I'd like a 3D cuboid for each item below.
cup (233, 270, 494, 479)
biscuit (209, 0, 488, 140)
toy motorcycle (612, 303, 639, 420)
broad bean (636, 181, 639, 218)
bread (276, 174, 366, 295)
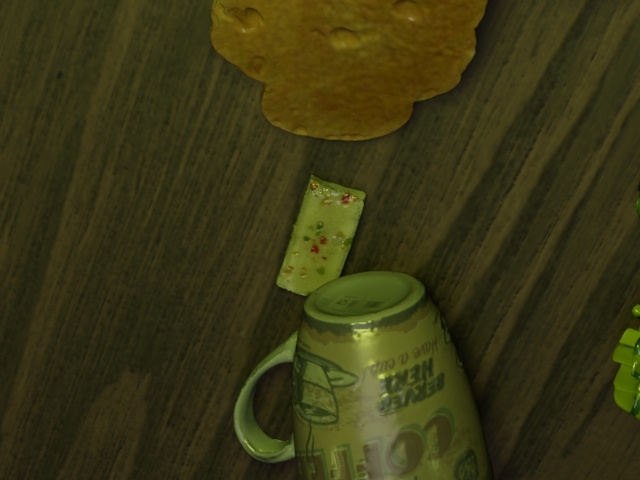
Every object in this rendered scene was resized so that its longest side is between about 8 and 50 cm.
[{"bbox_3d":[0.033,0.172,2.103,0.301,0.227,0.257,-1,110,26],"label":"cup"},{"bbox_3d":[0.026,-0.228,1.862,0.269,0.051,0.376,6,146,-6],"label":"biscuit"},{"bbox_3d":[0.485,0.194,2.052,0.342,0.142,0.206,28,162,-4],"label":"toy motorcycle"},{"bbox_3d":[0.446,0.030,2.035,0.098,0.056,0.318,-31,111,23],"label":"broad bean"},{"bbox_3d":[0.000,0.000,2.088,0.068,0.028,0.153,16,123,-5],"label":"bread"}]
